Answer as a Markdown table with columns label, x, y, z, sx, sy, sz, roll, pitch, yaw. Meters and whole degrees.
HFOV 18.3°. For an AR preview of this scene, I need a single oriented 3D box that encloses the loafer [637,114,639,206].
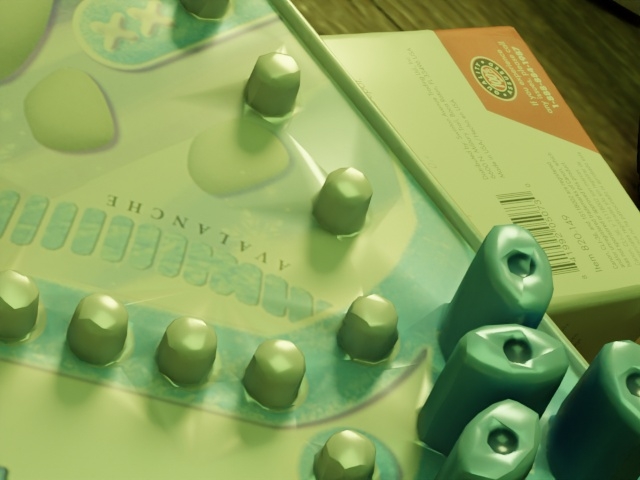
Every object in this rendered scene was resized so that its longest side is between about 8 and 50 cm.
| label | x | y | z | sx | sy | sz | roll | pitch | yaw |
| --- | --- | --- | --- | --- | --- | --- | --- | --- | --- |
| loafer | 0.170 | 0.014 | 0.698 | 0.078 | 0.076 | 0.223 | 10 | 51 | -30 |

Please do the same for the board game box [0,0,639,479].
| label | x | y | z | sx | sy | sz | roll | pitch | yaw |
| --- | --- | --- | --- | --- | --- | --- | --- | --- | --- |
| board game box | -0.165 | -0.016 | 0.475 | 0.390 | 0.050 | 0.390 | -25 | 66 | -29 |

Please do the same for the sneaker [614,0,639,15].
| label | x | y | z | sx | sy | sz | roll | pitch | yaw |
| --- | --- | --- | --- | --- | --- | --- | --- | --- | --- |
| sneaker | 0.269 | -0.126 | 0.828 | 0.365 | 0.150 | 0.135 | 18 | 45 | -16 |

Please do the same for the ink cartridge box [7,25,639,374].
| label | x | y | z | sx | sy | sz | roll | pitch | yaw |
| --- | --- | --- | --- | --- | --- | --- | --- | --- | --- |
| ink cartridge box | 0.000 | 0.000 | 0.610 | 0.198 | 0.067 | 0.115 | -7 | 55 | -37 |
